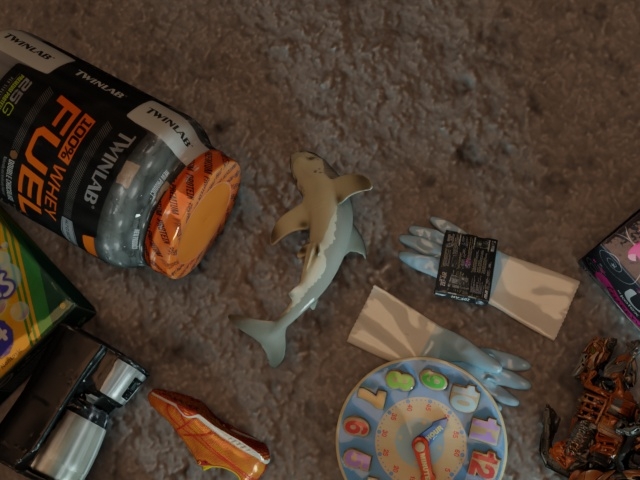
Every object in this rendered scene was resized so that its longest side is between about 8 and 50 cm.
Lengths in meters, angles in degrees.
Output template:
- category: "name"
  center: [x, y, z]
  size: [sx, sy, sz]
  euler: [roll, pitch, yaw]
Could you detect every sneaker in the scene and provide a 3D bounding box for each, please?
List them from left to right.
- category: "sneaker"
  center: [-0.146, 0.242, 1.077]
  size: [0.175, 0.064, 0.067]
  euler: [33, 94, 14]

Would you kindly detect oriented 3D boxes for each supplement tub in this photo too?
- category: "supplement tub"
  center: [-0.282, -0.101, 1.082]
  size: [0.338, 0.207, 0.207]
  euler: [28, 83, 11]

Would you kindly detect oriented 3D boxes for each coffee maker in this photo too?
- category: "coffee maker"
  center: [-0.323, 0.193, 1.061]
  size: [0.171, 0.120, 0.178]
  euler: [32, 72, -14]

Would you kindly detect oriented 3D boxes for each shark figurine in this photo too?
- category: "shark figurine"
  center: [0.007, 0.022, 1.087]
  size: [0.166, 0.116, 0.278]
  euler: [0, 68, 40]

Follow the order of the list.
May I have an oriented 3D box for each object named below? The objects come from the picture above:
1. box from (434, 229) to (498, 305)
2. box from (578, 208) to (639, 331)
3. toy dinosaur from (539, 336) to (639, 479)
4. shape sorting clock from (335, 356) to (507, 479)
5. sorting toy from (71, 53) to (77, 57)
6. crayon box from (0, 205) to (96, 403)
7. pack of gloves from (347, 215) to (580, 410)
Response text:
- category: "box"
  center: [0.179, 0.033, 1.077]
  size: [0.067, 0.018, 0.083]
  euler: [11, 68, 4]
- category: "box"
  center: [0.447, 0.060, 1.005]
  size: [0.163, 0.142, 0.247]
  euler: [-39, 77, -2]
- category: "toy dinosaur"
  center: [0.360, 0.276, 0.997]
  size: [0.218, 0.164, 0.322]
  euler: [0, 97, 21]
- category: "shape sorting clock"
  center: [0.119, 0.243, 1.049]
  size: [0.206, 0.040, 0.206]
  euler: [-1, 86, 8]
- category: "sorting toy"
  center: [-0.377, -0.224, 1.214]
  size: [0.062, 0.012, 0.083]
  euler: [12, 80, 8]
- category: "crayon box"
  center: [-0.479, 0.046, 1.138]
  size: [0.203, 0.083, 0.323]
  euler: [-45, 78, -3]
- category: "pack of gloves"
  center: [0.176, 0.086, 1.079]
  size: [0.232, 0.046, 0.195]
  euler: [25, 84, 10]
